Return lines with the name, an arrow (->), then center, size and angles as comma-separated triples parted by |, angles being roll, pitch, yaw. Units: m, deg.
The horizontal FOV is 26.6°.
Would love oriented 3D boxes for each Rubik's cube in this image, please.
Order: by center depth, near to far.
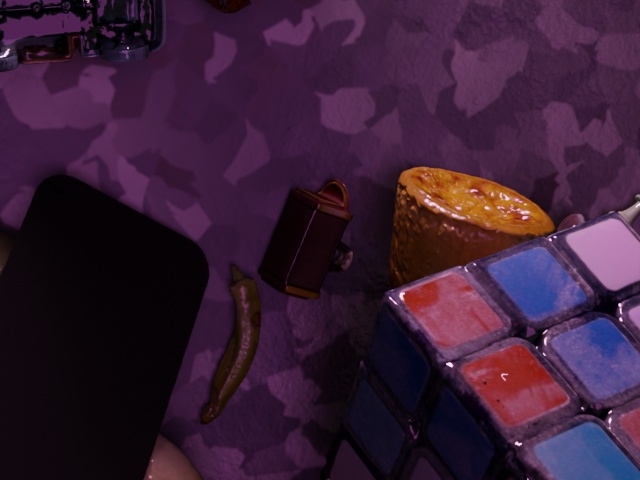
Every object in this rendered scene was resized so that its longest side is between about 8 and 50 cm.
Rubik's cube -> 0.257, 0.228, 1.521 | 0.358, 0.362, 0.363 | -16, 142, -30

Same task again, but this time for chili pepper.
chili pepper -> -0.104, 0.136, 1.697 | 0.049, 0.043, 0.208 | 6, 98, -38

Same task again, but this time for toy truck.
toy truck -> -0.336, -0.270, 1.527 | 0.305, 0.162, 0.136 | -7, 111, -15

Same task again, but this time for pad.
pad -> -0.260, 0.144, 1.590 | 0.315, 0.063, 0.375 | 30, 60, -23

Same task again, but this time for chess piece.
chess piece -> 0.417, -0.043, 1.767 | 0.093, 0.042, 0.042 | -39, 104, -7

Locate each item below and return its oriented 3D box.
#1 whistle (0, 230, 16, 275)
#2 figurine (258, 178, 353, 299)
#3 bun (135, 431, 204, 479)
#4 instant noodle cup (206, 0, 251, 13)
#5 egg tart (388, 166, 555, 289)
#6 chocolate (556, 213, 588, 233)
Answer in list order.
whistle -> -0.345, 0.062, 1.615 | 0.227, 0.085, 0.105 | 32, 66, -11
figurine -> 0.000, -0.001, 1.681 | 0.098, 0.082, 0.154 | 22, 94, -27
bun -> -0.300, 0.387, 1.600 | 0.364, 0.202, 0.364 | 4, 65, -9
instant noodle cup -> -0.069, -0.404, 1.521 | 0.192, 0.250, 0.250 | -26, 103, -13
egg tart -> 0.174, 0.009, 1.665 | 0.202, 0.202, 0.147 | 11, 111, -12
chocolate -> 0.377, 0.028, 1.739 | 0.167, 0.072, 0.072 | 33, 92, 4
